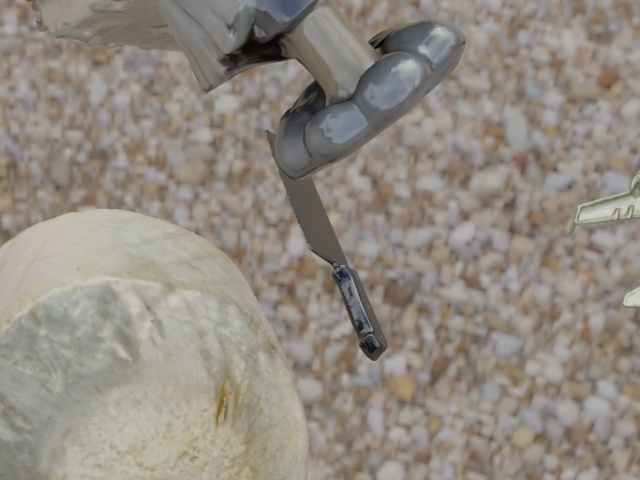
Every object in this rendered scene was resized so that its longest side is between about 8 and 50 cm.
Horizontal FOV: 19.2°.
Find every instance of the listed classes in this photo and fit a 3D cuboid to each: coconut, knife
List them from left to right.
[{"bbox_3d":[-0.154,0.133,1.419,0.329,0.328,0.328,3,53,-4],"label":"coconut"},{"bbox_3d":[0.000,0.000,1.705,0.019,0.072,0.245,-36,56,19],"label":"knife"}]

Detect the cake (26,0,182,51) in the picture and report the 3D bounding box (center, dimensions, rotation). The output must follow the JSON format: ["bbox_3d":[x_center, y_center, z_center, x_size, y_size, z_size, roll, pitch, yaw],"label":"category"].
[{"bbox_3d":[-0.099,-0.190,1.107,0.135,0.134,0.147,-2,79,-37],"label":"cake"}]

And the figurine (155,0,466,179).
[{"bbox_3d":[-0.082,-0.204,0.715,0.166,0.207,0.387,-34,99,6],"label":"figurine"}]

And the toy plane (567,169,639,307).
[{"bbox_3d":[0.350,-0.020,1.674,0.242,0.104,0.256,17,59,9],"label":"toy plane"}]
